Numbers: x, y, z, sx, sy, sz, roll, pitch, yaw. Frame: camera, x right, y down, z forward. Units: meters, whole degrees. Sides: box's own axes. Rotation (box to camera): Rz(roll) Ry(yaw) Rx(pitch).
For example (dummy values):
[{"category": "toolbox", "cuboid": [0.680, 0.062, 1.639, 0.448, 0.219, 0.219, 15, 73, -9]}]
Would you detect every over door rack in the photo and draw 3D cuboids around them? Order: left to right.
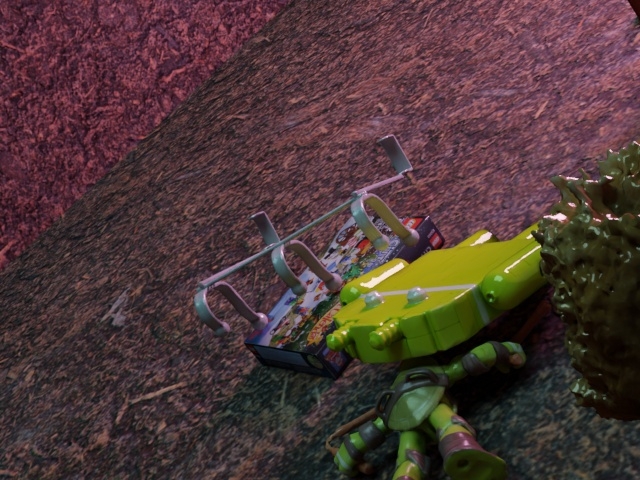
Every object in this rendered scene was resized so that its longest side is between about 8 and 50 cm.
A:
[{"category": "over door rack", "cuboid": [0.000, 0.000, 1.338, 0.239, 0.108, 0.324, -29, 11, 18]}]

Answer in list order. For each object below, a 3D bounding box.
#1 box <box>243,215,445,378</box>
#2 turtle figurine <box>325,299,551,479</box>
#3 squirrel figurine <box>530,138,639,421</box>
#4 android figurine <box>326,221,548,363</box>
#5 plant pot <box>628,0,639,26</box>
[{"category": "box", "cuboid": [0.029, 0.063, 1.347, 0.233, 0.044, 0.159, -49, 26, -25]}, {"category": "turtle figurine", "cuboid": [0.109, 0.156, 1.014, 0.269, 0.087, 0.217, -32, 24, 12]}, {"category": "squirrel figurine", "cuboid": [0.255, 0.126, 0.606, 0.370, 0.281, 0.397, 131, 143, -53]}, {"category": "android figurine", "cuboid": [0.123, 0.052, 1.119, 0.273, 0.056, 0.248, -28, 12, -37]}, {"category": "plant pot", "cuboid": [0.419, -0.335, 1.170, 0.272, 0.265, 0.272, -30, 40, 29]}]
